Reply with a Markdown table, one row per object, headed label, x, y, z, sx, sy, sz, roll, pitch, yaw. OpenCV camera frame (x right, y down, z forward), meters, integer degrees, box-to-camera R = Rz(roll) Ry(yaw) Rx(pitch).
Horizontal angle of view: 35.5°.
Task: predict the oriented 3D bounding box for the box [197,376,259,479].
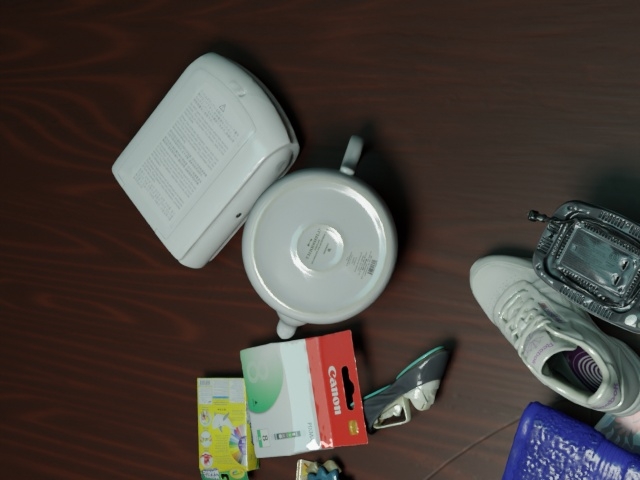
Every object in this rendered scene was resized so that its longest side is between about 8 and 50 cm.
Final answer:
| label | x | y | z | sx | sy | sz | roll | pitch | yaw |
| --- | --- | --- | --- | --- | --- | --- | --- | --- | --- |
| box | -0.156 | 0.322 | 1.700 | 0.105 | 0.043 | 0.179 | -4 | 83 | 31 |

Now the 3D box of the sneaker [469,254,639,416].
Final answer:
| label | x | y | z | sx | sy | sz | roll | pitch | yaw |
| --- | --- | --- | --- | --- | --- | --- | --- | --- | --- |
| sneaker | 0.307 | 0.115 | 1.354 | 0.305 | 0.152 | 0.114 | 43 | 111 | 34 |

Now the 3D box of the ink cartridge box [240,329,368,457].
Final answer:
| label | x | y | z | sx | sy | sz | roll | pitch | yaw |
| --- | --- | --- | --- | --- | --- | --- | --- | --- | --- |
| ink cartridge box | -0.031 | 0.247 | 1.589 | 0.224 | 0.056 | 0.181 | -19 | 77 | 48 |

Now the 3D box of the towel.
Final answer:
| label | x | y | z | sx | sy | sz | roll | pitch | yaw |
| --- | --- | --- | --- | --- | --- | --- | --- | --- | --- |
| towel | 0.379 | 0.372 | 1.314 | 0.308 | 0.076 | 0.228 | 25 | 107 | 30 |

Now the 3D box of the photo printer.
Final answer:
| label | x | y | z | sx | sy | sz | roll | pitch | yaw |
| --- | --- | --- | --- | --- | --- | --- | --- | --- | --- |
| photo printer | -0.191 | -0.146 | 1.705 | 0.307 | 0.107 | 0.256 | -49 | 65 | 20 |

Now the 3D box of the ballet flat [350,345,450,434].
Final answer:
| label | x | y | z | sx | sy | sz | roll | pitch | yaw |
| --- | --- | --- | --- | --- | --- | --- | --- | --- | --- |
| ballet flat | 0.130 | 0.235 | 1.512 | 0.203 | 0.074 | 0.074 | -39 | 69 | 31 |

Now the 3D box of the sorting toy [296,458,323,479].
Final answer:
| label | x | y | z | sx | sy | sz | roll | pitch | yaw |
| --- | --- | --- | --- | --- | --- | --- | --- | --- | --- |
| sorting toy | -0.015 | 0.402 | 1.625 | 0.062 | 0.012 | 0.083 | 4 | 90 | 31 |

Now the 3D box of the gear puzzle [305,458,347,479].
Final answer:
| label | x | y | z | sx | sy | sz | roll | pitch | yaw |
| --- | --- | --- | --- | --- | --- | --- | --- | --- | --- |
| gear puzzle | -0.053 | 0.509 | 1.615 | 0.339 | 0.044 | 0.175 | -45 | 73 | 22 |

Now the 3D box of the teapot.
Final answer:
| label | x | y | z | sx | sy | sz | roll | pitch | yaw |
| --- | --- | --- | --- | --- | --- | --- | --- | --- | --- |
| teapot | 0.000 | 0.000 | 1.546 | 0.256 | 0.187 | 0.252 | -25 | 94 | 2 |

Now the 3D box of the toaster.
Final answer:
| label | x | y | z | sx | sy | sz | roll | pitch | yaw |
| --- | --- | --- | --- | --- | --- | --- | --- | --- | --- |
| toaster | 0.384 | 0.030 | 1.319 | 0.227 | 0.146 | 0.129 | 30 | 102 | 28 |

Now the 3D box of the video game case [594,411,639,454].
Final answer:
| label | x | y | z | sx | sy | sz | roll | pitch | yaw |
| --- | --- | --- | --- | --- | --- | --- | --- | --- | --- |
| video game case | 0.493 | 0.238 | 1.315 | 0.183 | 0.023 | 0.201 | 43 | 109 | 26 |
